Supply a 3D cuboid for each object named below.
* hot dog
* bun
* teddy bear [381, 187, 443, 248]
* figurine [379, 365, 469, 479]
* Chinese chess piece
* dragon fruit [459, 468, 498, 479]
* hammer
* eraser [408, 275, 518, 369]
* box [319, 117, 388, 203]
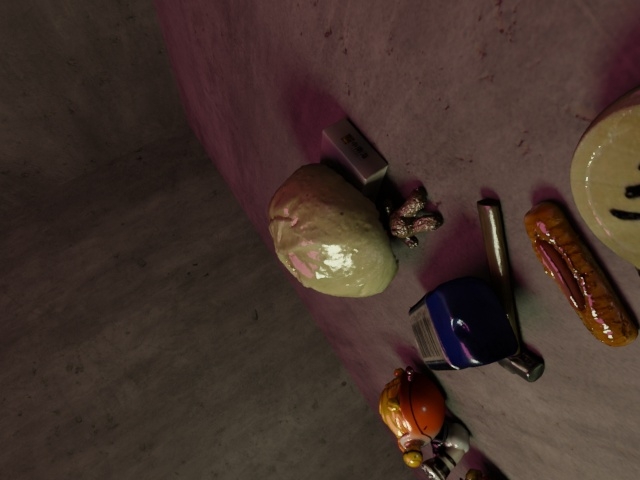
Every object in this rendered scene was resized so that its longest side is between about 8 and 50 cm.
[{"bbox_3d":[0.334,0.049,0.532,0.215,0.047,0.066,59,167,-2],"label":"hot dog"},{"bbox_3d":[-0.001,0.004,0.951,0.364,0.202,0.364,48,165,17],"label":"bun"},{"bbox_3d":[0.169,-0.035,0.821,0.119,0.078,0.160,55,164,-1],"label":"teddy bear"},{"bbox_3d":[0.319,0.557,1.280,0.323,0.196,0.320,49,-155,-4],"label":"figurine"},{"bbox_3d":[0.315,-0.049,0.340,0.188,0.083,0.188,53,167,19],"label":"Chinese chess piece"},{"bbox_3d":[0.489,0.850,1.224,0.269,0.250,0.291,5,111,62],"label":"dragon fruit"},{"bbox_3d":[0.315,0.090,0.699,0.111,0.043,0.365,35,150,58],"label":"hammer"},{"bbox_3d":[0.258,0.170,0.793,0.332,0.102,0.155,84,168,-71],"label":"eraser"},{"bbox_3d":[0.066,-0.148,0.942,0.155,0.067,0.243,51,164,17],"label":"box"}]
